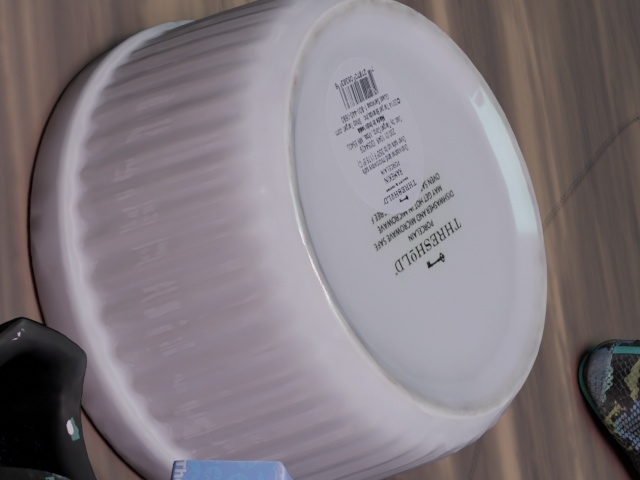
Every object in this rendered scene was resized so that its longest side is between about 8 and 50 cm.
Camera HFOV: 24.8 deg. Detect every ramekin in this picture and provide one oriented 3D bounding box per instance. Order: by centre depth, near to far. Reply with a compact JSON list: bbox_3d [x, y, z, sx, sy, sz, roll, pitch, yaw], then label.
[{"bbox_3d":[0.000,0.000,0.570,0.207,0.109,0.207,23,58,-44],"label":"ramekin"}]

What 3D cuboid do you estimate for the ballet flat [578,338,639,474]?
[{"bbox_3d":[0.216,0.129,0.827,0.188,0.070,0.070,51,42,-26],"label":"ballet flat"}]

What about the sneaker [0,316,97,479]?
[{"bbox_3d":[-0.083,0.120,0.361,0.081,0.090,0.232,29,29,-42],"label":"sneaker"}]

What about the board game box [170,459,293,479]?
[{"bbox_3d":[-0.011,0.180,0.463,0.211,0.039,0.160,64,27,-60],"label":"board game box"}]
